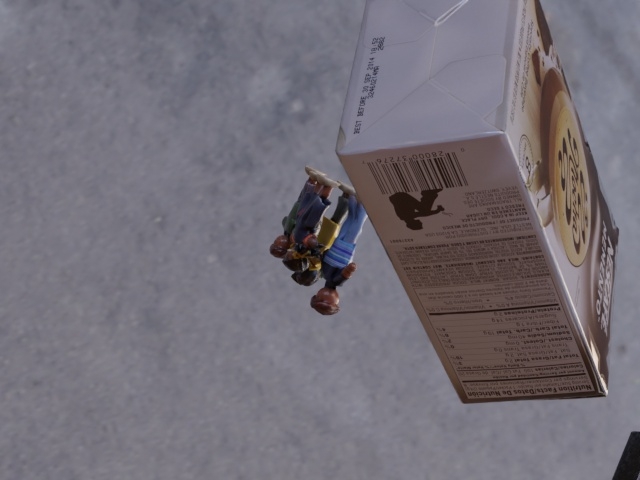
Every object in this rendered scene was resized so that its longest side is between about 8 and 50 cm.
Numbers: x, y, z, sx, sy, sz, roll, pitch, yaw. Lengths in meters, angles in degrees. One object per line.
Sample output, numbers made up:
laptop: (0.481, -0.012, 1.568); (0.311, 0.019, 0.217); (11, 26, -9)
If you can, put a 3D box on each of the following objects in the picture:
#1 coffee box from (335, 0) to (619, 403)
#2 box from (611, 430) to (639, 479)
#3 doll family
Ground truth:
coffee box: (0.124, -0.032, 1.079); (0.297, 0.119, 0.168); (61, 31, -45)
box: (0.371, 0.317, 1.609); (0.147, 0.078, 0.180); (-58, 132, -38)
doll family: (0.000, 0.000, 1.372); (0.076, 0.193, 0.111); (24, 94, -5)
